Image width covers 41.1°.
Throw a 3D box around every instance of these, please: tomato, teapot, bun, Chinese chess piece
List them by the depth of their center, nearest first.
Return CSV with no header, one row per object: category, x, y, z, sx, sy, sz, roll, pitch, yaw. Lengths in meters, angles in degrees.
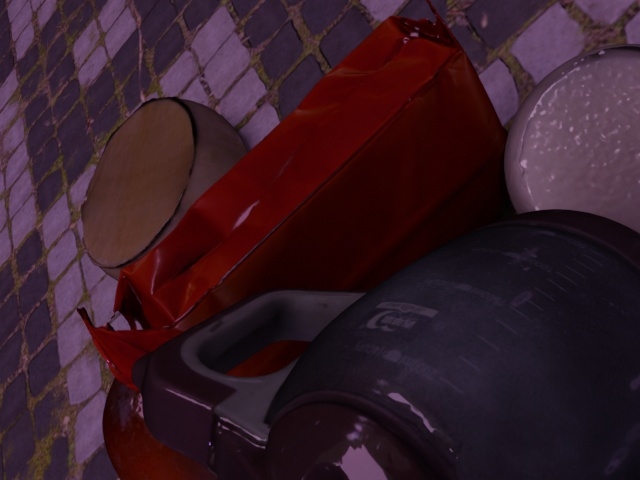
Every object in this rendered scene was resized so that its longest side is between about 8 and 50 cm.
teapot,0.058,0.105,0.544,0.315,0.312,0.233,22,114,34
bun,0.232,-0.063,0.663,0.172,0.120,0.173,0,90,16
tomato,-0.188,0.197,0.969,0.199,0.112,0.228,-48,41,20
Chinese chess piece,-0.206,-0.061,1.120,0.257,0.104,0.257,-23,54,37

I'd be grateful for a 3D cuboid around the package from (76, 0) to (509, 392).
package,0.001,-0.001,0.736,0.423,0.196,0.123,-42,41,-6
